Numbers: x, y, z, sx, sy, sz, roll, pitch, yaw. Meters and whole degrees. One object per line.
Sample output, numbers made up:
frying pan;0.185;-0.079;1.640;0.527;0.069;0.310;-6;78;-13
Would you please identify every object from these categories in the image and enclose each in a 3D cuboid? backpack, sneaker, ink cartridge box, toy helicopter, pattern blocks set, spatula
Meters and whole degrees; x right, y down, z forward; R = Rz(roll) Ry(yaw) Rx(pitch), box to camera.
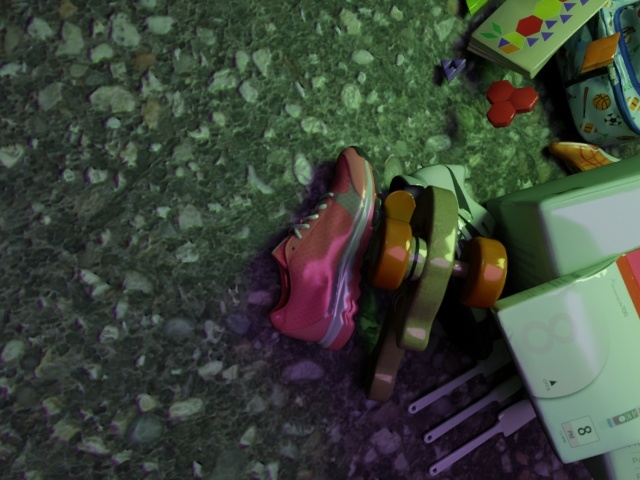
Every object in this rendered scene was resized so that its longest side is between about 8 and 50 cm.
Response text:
backpack;0.563;-0.309;0.848;0.277;0.213;0.263;-21;104;-21
sneaker;0.000;0.000;0.691;0.136;0.116;0.313;12;82;-12
ink cartridge box;0.333;0.115;0.507;0.233;0.066;0.188;-24;91;16
toy helicopter;0.116;0.084;0.666;0.140;0.234;0.354;11;122;-2
sneaker;0.509;-0.142;0.890;0.175;0.064;0.067;20;94;-12
pattern blocks set;0.356;-0.362;0.780;0.325;0.026;0.285;-36;61;10
spatula;0.266;0.287;0.815;0.242;0.019;0.168;-23;100;-17
sneaker;0.241;0.028;0.762;0.147;0.122;0.330;-20;94;-16

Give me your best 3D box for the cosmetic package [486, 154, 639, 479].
cosmetic package;0.475;0.086;0.674;0.328;0.329;0.392;-16;94;11
